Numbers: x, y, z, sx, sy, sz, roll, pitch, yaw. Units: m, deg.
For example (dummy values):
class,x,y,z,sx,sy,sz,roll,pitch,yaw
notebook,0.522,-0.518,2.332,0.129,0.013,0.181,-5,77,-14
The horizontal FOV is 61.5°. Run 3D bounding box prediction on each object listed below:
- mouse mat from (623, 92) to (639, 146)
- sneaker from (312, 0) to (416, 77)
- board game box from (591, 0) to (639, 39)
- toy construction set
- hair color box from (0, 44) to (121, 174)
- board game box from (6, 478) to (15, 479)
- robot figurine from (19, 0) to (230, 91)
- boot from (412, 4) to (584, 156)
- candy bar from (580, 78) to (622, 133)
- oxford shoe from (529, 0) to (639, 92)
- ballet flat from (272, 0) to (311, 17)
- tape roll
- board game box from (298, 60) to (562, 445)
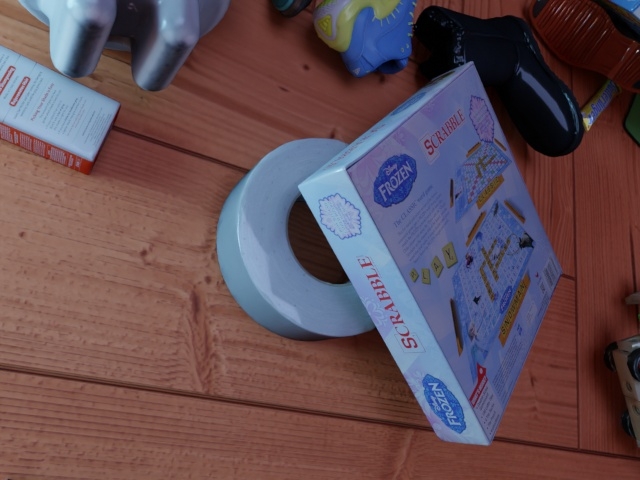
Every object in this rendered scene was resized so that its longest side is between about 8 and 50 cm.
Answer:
class,x,y,z,sx,sy,sz,roll,pitch,yaw
mouse mat,0.655,-0.230,1.045,0.152,0.007,0.190,41,63,-13
sneaker,0.087,-0.300,0.730,0.240,0.091,0.126,-44,117,-30
board game box,0.587,-0.378,0.914,0.302,0.086,0.308,28,32,-19
toy construction set,0.539,0.207,0.786,0.215,0.151,0.328,-16,76,-6
hair color box,-0.271,-0.126,0.505,0.141,0.043,0.072,25,67,-21
board game box,-0.203,0.385,0.407,0.208,0.056,0.347,25,66,-25
robot figurine,-0.189,-0.328,0.510,0.300,0.200,0.353,4,75,-36
boot,0.250,-0.222,0.775,0.207,0.094,0.246,-13,77,-34
candy bar,0.494,-0.244,0.957,0.161,0.018,0.040,-41,98,-29
oxford shoe,0.479,-0.355,0.950,0.271,0.097,0.098,30,36,-11
ballet flat,-0.013,-0.406,0.691,0.096,0.095,0.280,6,74,-39
tape roll,0.000,0.000,0.600,0.219,0.072,0.219,7,74,-26
board game box,0.156,-0.004,0.615,0.318,0.066,0.318,-43,111,-43
